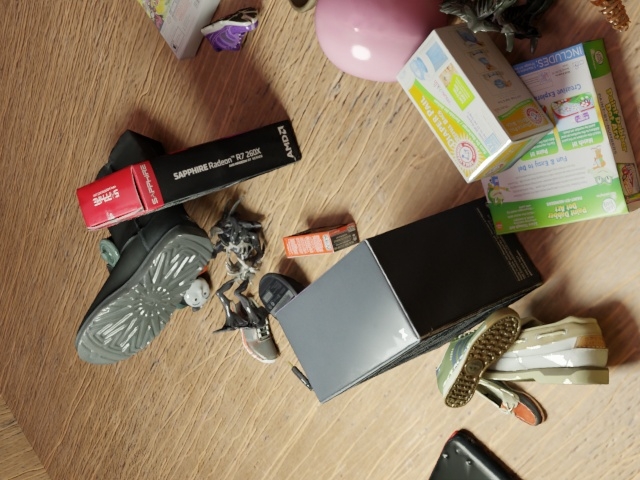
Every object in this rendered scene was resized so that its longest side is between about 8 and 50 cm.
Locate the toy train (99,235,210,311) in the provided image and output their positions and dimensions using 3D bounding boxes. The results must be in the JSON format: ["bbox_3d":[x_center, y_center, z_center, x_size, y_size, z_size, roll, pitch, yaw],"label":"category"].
[{"bbox_3d":[-0.381,0.064,2.389,0.334,0.142,0.190,7,123,46],"label":"toy train"}]

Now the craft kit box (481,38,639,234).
[{"bbox_3d":[0.333,-0.144,1.520,0.250,0.061,0.246,-10,95,51],"label":"craft kit box"}]

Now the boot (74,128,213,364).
[{"bbox_3d":[-0.424,0.004,2.194,0.367,0.146,0.445,-46,43,8],"label":"boot"}]

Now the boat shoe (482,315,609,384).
[{"bbox_3d":[0.330,0.173,1.629,0.302,0.113,0.103,-7,80,53],"label":"boat shoe"}]

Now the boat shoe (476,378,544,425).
[{"bbox_3d":[0.312,0.268,1.728,0.137,0.043,0.049,38,129,32],"label":"boat shoe"}]

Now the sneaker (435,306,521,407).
[{"bbox_3d":[0.236,0.165,1.613,0.192,0.064,0.086,-60,27,23],"label":"sneaker"}]

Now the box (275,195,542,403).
[{"bbox_3d":[0.137,0.093,1.659,0.296,0.294,0.182,-42,74,49],"label":"box"}]

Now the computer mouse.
[{"bbox_3d":[-0.034,0.186,2.089,0.262,0.060,0.184,43,131,13],"label":"computer mouse"}]

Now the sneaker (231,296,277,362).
[{"bbox_3d":[-0.136,0.189,2.207,0.158,0.061,0.065,55,133,16],"label":"sneaker"}]

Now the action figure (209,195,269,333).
[{"bbox_3d":[-0.187,0.051,2.129,0.164,0.141,0.275,-8,91,41],"label":"action figure"}]

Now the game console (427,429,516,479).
[{"bbox_3d":[0.323,0.574,1.847,0.386,0.060,0.341,41,128,30],"label":"game console"}]

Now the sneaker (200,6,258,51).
[{"bbox_3d":[-0.164,-0.404,1.996,0.170,0.068,0.071,-1,120,58],"label":"sneaker"}]

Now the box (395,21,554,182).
[{"bbox_3d":[0.223,-0.202,1.499,0.203,0.103,0.114,58,139,15],"label":"box"}]

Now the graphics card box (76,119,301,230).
[{"bbox_3d":[-0.247,-0.125,1.953,0.233,0.371,0.094,-14,95,52],"label":"graphics card box"}]

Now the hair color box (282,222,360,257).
[{"bbox_3d":[0.000,0.000,1.955,0.141,0.072,0.043,-6,101,49],"label":"hair color box"}]

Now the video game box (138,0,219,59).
[{"bbox_3d":[-0.287,-0.504,2.094,0.187,0.048,0.205,54,138,16],"label":"video game box"}]

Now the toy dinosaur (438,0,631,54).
[{"bbox_3d":[0.283,-0.384,1.412,0.218,0.164,0.322,-59,37,26],"label":"toy dinosaur"}]

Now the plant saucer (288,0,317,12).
[{"bbox_3d":[-0.012,-0.516,1.695,0.278,0.041,0.277,179,90,-72],"label":"plant saucer"}]

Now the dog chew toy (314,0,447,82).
[{"bbox_3d":[0.108,-0.415,1.563,0.207,0.207,0.331,30,119,38],"label":"dog chew toy"}]
